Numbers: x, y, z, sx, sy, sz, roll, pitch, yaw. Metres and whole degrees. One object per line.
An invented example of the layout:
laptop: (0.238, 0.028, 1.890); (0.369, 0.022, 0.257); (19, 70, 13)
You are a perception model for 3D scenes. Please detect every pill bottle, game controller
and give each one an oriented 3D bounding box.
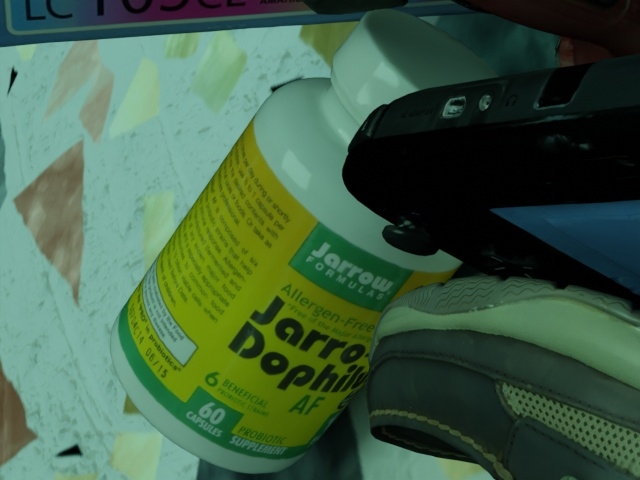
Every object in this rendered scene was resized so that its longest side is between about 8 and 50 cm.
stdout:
pill bottle: (0.000, 0.000, 0.797); (0.208, 0.117, 0.117); (-53, 35, 26)
game controller: (0.145, -0.004, 0.524); (0.319, 0.166, 0.067); (-2, 56, 58)

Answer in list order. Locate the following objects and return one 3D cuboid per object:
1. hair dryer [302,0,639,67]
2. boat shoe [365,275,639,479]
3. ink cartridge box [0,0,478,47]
hair dryer: (0.093, -0.071, 0.599); (0.293, 0.223, 0.080); (9, 97, 15)
boat shoe: (0.119, 0.092, 0.548); (0.355, 0.132, 0.130); (5, 78, 60)
ink cartridge box: (-0.027, -0.279, 0.691); (0.395, 0.270, 0.151); (95, 164, -45)
